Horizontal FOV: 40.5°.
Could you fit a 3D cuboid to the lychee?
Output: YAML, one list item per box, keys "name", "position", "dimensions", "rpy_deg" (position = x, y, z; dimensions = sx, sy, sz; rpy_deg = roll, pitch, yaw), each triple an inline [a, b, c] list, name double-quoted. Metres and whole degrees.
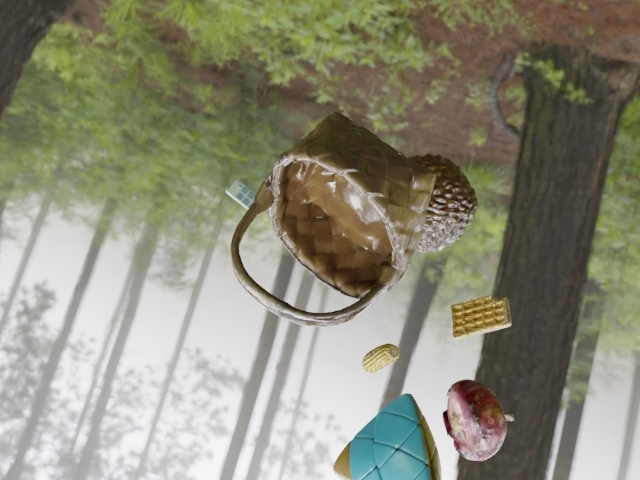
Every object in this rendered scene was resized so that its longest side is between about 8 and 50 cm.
- name: "lychee"
  position: [0.231, -0.085, 1.993]
  dimensions: [0.271, 0.236, 0.236]
  rpy_deg: [-9, 179, -29]

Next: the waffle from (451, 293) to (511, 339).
- name: "waffle"
  position: [0.351, 0.164, 1.901]
  dimensions: [0.135, 0.092, 0.021]
  rpy_deg: [-19, 136, 25]

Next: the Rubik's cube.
- name: "Rubik's cube"
  position: [0.139, 0.441, 1.842]
  dimensions: [0.254, 0.254, 0.254]
  rpy_deg: [15, 166, 4]

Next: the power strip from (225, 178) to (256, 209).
- name: "power strip"
  position: [-0.169, -0.099, 1.940]
  dimensions: [0.090, 0.040, 0.016]
  rpy_deg: [39, 162, -5]

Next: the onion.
- name: "onion"
  position: [0.308, 0.329, 1.613]
  dimensions: [0.140, 0.150, 0.150]
  rpy_deg: [-6, 175, -23]

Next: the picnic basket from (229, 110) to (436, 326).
- name: "picnic basket"
  position: [0.000, 0.000, 1.456]
  dimensions: [0.293, 0.337, 0.337]
  rpy_deg: [34, 171, 18]

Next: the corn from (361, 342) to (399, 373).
- name: "corn"
  position: [0.099, 0.192, 1.424]
  dimensions: [0.037, 0.037, 0.092]
  rpy_deg: [21, 152, -18]
